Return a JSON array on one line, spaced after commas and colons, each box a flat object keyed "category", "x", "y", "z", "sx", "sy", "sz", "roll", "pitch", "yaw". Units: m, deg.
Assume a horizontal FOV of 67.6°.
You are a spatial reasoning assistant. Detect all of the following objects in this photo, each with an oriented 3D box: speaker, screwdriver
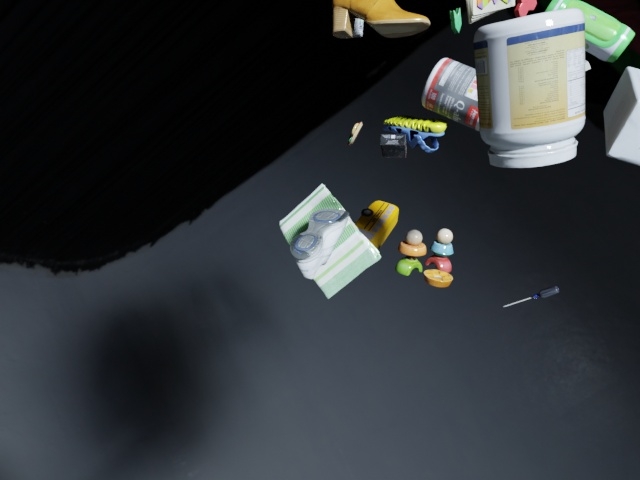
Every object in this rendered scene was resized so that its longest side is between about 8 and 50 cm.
[{"category": "speaker", "x": 0.938, "y": -0.751, "z": 1.690, "sx": 0.296, "sy": 0.131, "sz": 0.131, "roll": 36, "pitch": 8, "yaw": 12}, {"category": "screwdriver", "x": 0.592, "y": 0.166, "z": 1.354, "sx": 0.024, "sy": 0.170, "sz": 0.025, "roll": 45, "pitch": 40, "yaw": -15}]

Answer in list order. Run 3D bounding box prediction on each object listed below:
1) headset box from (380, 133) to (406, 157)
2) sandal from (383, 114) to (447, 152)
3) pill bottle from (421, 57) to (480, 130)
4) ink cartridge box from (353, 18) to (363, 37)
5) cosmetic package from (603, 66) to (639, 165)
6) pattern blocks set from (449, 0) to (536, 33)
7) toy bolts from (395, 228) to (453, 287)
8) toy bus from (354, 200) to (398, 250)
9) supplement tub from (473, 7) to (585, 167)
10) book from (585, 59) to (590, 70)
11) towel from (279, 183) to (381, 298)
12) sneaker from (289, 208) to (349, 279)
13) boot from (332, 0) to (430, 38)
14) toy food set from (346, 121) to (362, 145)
[{"category": "headset box", "x": 0.189, "y": -0.240, "z": 1.227, "sx": 0.083, "sy": 0.062, "sz": 0.032, "roll": 58, "pitch": 38, "yaw": -69}, {"category": "sandal", "x": 0.398, "y": -0.461, "z": 2.064, "sx": 0.317, "sy": 0.126, "sz": 0.138, "roll": 26, "pitch": -48, "yaw": 44}, {"category": "pill bottle", "x": 0.606, "y": -0.561, "z": 1.891, "sx": 0.363, "sy": 0.210, "sz": 0.210, "roll": 30, "pitch": 4, "yaw": 19}, {"category": "ink cartridge box", "x": 0.105, "y": -0.707, "z": 1.517, "sx": 0.029, "sy": 0.063, "sz": 0.115, "roll": -9, "pitch": 105, "yaw": -55}, {"category": "cosmetic package", "x": 0.957, "y": -0.345, "z": 1.353, "sx": 0.230, "sy": 0.161, "sz": 0.453, "roll": 24, "pitch": 38, "yaw": 16}, {"category": "pattern blocks set", "x": 0.476, "y": -0.702, "z": 1.326, "sx": 0.026, "sy": 0.325, "sz": 0.285, "roll": 32, "pitch": -26, "yaw": 54}, {"category": "toy bolts", "x": 0.415, "y": 0.047, "z": 1.723, "sx": 0.228, "sy": 0.158, "sz": 0.218, "roll": -11, "pitch": 26, "yaw": -40}, {"category": "toy bus", "x": 0.197, "y": -0.029, "z": 1.960, "sx": 0.130, "sy": 0.332, "sz": 0.108, "roll": 21, "pitch": -44, "yaw": 20}, {"category": "supplement tub", "x": 0.479, "y": -0.342, "z": 1.098, "sx": 0.228, "sy": 0.228, "sz": 0.316, "roll": -91, "pitch": 171, "yaw": -71}, {"category": "book", "x": 0.797, "y": -0.551, "z": 1.540, "sx": 0.035, "sy": 0.096, "sz": 0.144, "roll": 56, "pitch": 25, "yaw": -20}, {"category": "towel", "x": 0.022, "y": 0.001, "z": 1.653, "sx": 0.325, "sy": 0.248, "sz": 0.038, "roll": 53, "pitch": 19, "yaw": 9}, {"category": "sneaker", "x": 0.000, "y": 0.000, "z": 1.488, "sx": 0.297, "sy": 0.111, "sz": 0.129, "roll": -48, "pitch": 143, "yaw": -42}, {"category": "boot", "x": 0.166, "y": -0.679, "z": 1.317, "sx": 0.104, "sy": 0.295, "sz": 0.211, "roll": 3, "pitch": 95, "yaw": -65}, {"category": "toy food set", "x": 0.107, "y": -0.335, "z": 1.498, "sx": 0.020, "sy": 0.082, "sz": 0.083, "roll": 28, "pitch": 35, "yaw": 0}]
